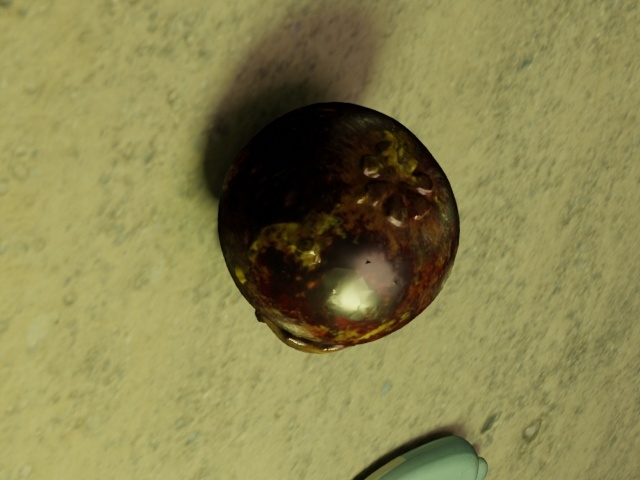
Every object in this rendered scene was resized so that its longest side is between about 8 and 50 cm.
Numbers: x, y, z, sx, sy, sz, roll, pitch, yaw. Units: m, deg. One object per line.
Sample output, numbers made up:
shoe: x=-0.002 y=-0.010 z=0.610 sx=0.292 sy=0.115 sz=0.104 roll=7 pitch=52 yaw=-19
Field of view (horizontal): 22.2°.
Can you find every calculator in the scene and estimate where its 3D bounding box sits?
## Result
calculator: x=0.093 y=0.305 z=1.793 sx=0.302 sy=0.042 sz=0.188 roll=-12 pitch=128 yaw=-46

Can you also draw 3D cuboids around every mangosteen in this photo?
mangosteen: x=0.000 y=0.000 z=1.267 sx=0.192 sy=0.192 sz=0.217 roll=-25 pitch=169 yaw=-41
